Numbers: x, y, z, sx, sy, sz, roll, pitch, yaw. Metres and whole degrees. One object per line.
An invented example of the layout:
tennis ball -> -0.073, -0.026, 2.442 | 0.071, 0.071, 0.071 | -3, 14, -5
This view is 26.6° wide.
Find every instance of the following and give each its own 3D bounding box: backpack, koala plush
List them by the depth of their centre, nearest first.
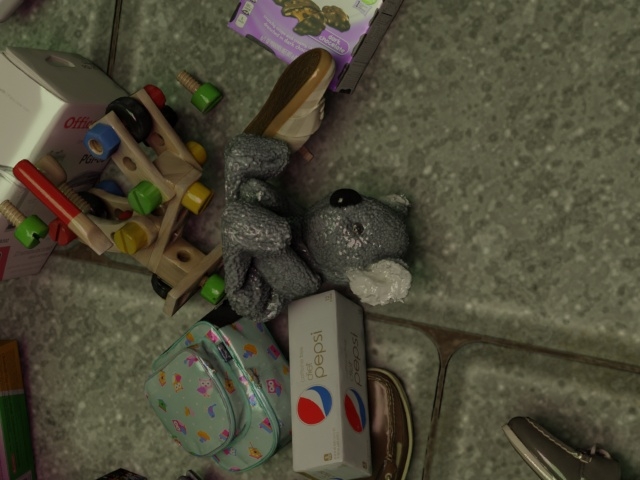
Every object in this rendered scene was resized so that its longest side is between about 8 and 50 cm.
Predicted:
koala plush -> 0.000, 0.000, 1.574 | 0.221, 0.196, 0.203 | -1, 129, -2
backpack -> -0.110, 0.189, 1.653 | 0.188, 0.144, 0.166 | 50, 133, 0

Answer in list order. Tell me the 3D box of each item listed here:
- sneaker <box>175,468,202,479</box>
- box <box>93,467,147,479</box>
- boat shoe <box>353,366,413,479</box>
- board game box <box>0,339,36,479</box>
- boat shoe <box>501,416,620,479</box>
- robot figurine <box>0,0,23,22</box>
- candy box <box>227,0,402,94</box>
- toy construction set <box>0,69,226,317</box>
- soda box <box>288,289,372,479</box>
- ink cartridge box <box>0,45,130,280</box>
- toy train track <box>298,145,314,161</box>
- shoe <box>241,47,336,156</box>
sneaker -> -0.114, 0.339, 1.653 | 0.153, 0.101, 0.268 | 46, 127, 2
box -> -0.301, 0.422, 1.732 | 0.044, 0.159, 0.233 | 17, 98, 18
boat shoe -> 0.055, 0.284, 1.629 | 0.095, 0.095, 0.257 | 5, 95, 20
board game box -> -0.550, 0.258, 1.847 | 0.316, 0.064, 0.242 | -2, 100, 20
boat shoe -> 0.350, 0.305, 1.527 | 0.095, 0.112, 0.335 | -44, 84, -1
robot figurine -> -0.485, -0.415, 1.725 | 0.300, 0.200, 0.353 | 40, 106, -10
candy box -> 0.008, -0.302, 1.623 | 0.165, 0.070, 0.196 | 33, 104, 15
toy construction set -> -0.207, -0.023, 1.612 | 0.237, 0.309, 0.257 | 43, 114, 7
soda box -> 0.010, 0.174, 1.602 | 0.069, 0.074, 0.216 | -17, 60, 26
ink cartridge box -> -0.378, -0.091, 1.702 | 0.117, 0.207, 0.283 | 38, 105, 12
toy train track -> -0.041, -0.130, 1.682 | 0.083, 0.014, 0.048 | 46, 107, 11
shoe -> -0.032, -0.151, 1.610 | 0.058, 0.076, 0.219 | 20, 141, -21
